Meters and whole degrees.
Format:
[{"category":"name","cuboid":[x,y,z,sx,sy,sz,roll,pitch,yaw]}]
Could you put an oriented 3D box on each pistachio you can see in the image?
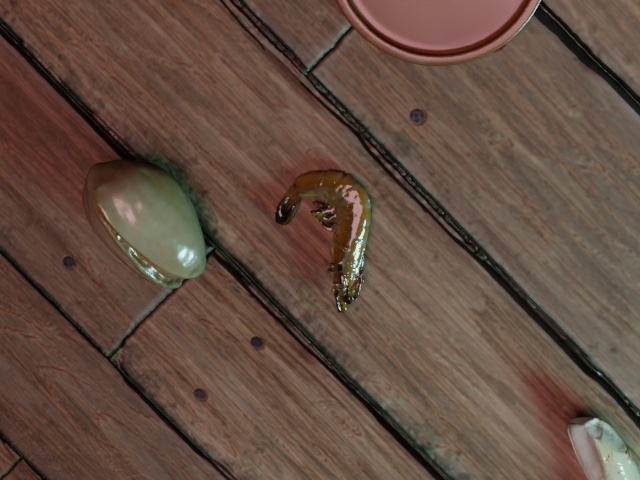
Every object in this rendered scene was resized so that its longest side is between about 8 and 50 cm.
[{"category":"pistachio","cuboid":[-0.215,-0.022,1.392,0.124,0.124,0.185,-33,100,28]}]

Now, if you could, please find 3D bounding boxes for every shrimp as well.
[{"category":"shrimp","cuboid":[-0.001,0.001,1.375,0.124,0.034,0.178,13,113,18]}]

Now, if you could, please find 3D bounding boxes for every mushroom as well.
[{"category":"mushroom","cuboid":[0.348,0.300,1.354,0.084,0.071,0.209,-4,110,55]}]

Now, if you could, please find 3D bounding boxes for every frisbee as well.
[{"category":"frisbee","cuboid":[0.122,-0.310,1.211,0.250,0.021,0.251,8,114,18]}]
